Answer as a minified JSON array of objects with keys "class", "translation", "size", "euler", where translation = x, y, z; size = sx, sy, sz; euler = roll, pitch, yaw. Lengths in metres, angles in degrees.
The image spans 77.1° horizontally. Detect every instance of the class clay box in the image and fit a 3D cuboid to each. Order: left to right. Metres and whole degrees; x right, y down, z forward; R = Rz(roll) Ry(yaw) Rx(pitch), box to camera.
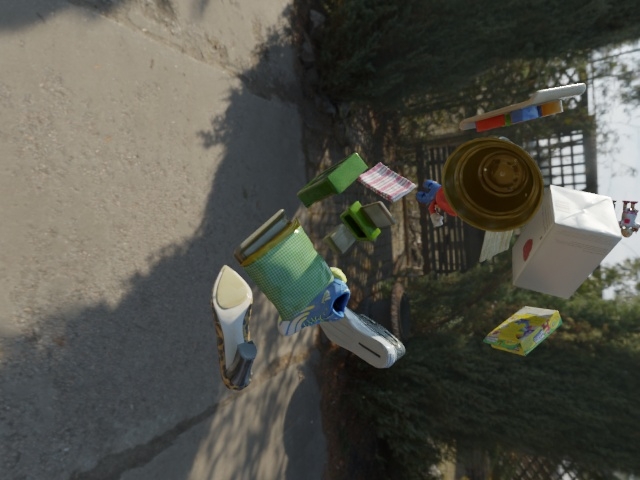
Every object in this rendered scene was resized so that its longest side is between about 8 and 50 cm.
[{"class":"clay box","translation":[0.640,0.291,1.280],"size":[0.222,0.127,0.053],"euler":[-29,100,-22]}]

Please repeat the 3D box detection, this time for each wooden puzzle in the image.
[{"class":"wooden puzzle","translation":[0.780,-0.496,1.564],"size":[0.322,0.348,0.080],"euler":[-17,95,-27]}]

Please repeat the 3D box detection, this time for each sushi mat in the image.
[{"class":"sushi mat","translation":[0.709,-0.031,1.590],"size":[0.019,0.152,0.316],"euler":[60,-7,37]}]

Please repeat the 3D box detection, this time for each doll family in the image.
[{"class":"doll family","translation":[1.043,-0.073,1.503],"size":[0.118,0.263,0.163],"euler":[-116,-150,-84]}]

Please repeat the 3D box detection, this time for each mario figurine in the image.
[{"class":"mario figurine","translation":[0.547,-0.173,1.770],"size":[0.320,0.170,0.197],"euler":[-122,-150,-71]}]

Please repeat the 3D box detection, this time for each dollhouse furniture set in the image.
[{"class":"dollhouse furniture set","translation":[0.000,0.000,0.821],"size":[0.301,0.151,0.197],"euler":[-45,105,-26]}]

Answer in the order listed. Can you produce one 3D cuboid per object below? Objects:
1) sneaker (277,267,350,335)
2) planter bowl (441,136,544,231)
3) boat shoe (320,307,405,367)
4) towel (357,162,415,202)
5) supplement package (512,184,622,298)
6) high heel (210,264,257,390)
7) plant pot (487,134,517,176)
[{"class":"sneaker","translation":[-0.015,0.183,1.051],"size":[0.091,0.126,0.240],"euler":[33,101,-37]},{"class":"planter bowl","translation":[0.390,-0.134,0.891],"size":[0.090,0.217,0.217],"euler":[-35,120,-38]},{"class":"boat shoe","translation":[0.126,0.304,1.319],"size":[0.119,0.335,0.121],"euler":[5,112,-47]},{"class":"towel","translation":[0.266,-0.236,1.623],"size":[0.144,0.197,0.029],"euler":[-35,148,-28]},{"class":"supplement package","translation":[0.728,0.011,1.225],"size":[0.292,0.176,0.177],"euler":[93,15,-47]},{"class":"high heel","translation":[-0.209,0.202,0.918],"size":[0.186,0.093,0.261],"euler":[113,-36,-42]},{"class":"plant pot","translation":[0.682,-0.286,1.437],"size":[0.237,0.032,0.236],"euler":[20,55,-31]}]
